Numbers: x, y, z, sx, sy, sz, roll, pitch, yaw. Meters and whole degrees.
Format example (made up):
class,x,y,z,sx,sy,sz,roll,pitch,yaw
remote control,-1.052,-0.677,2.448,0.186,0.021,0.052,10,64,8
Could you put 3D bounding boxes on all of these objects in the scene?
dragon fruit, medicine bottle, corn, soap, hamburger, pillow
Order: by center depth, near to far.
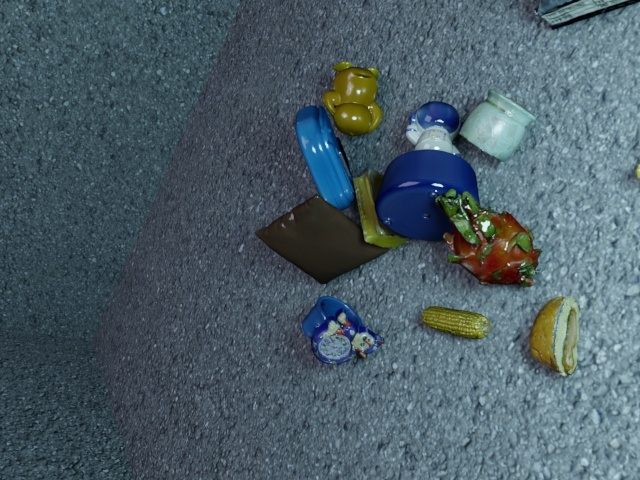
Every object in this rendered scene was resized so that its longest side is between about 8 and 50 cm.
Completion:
class,x,y,z,sx,sy,sz,roll,pitch,yaw
hamburger,0.501,0.209,1.281,0.102,0.087,0.176,-6,75,48
dragon fruit,0.391,-0.003,1.362,0.198,0.269,0.200,-46,30,-14
medicine bottle,0.448,-0.292,1.475,0.143,0.147,0.147,-57,41,16
corn,0.345,0.208,1.488,0.207,0.068,0.068,7,82,51
soap,0.182,-0.094,1.737,0.076,0.135,0.233,-36,51,38
pillow,0.000,0.000,1.807,0.305,0.308,0.108,-31,32,41

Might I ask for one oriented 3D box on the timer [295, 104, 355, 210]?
class,x,y,z,sx,sy,sz,roll,pitch,yaw
timer,0.018,-0.265,1.846,0.115,0.309,0.340,-20,24,8

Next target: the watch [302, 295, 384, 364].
class,x,y,z,sx,sy,sz,roll,pitch,yaw
watch,0.052,0.263,1.750,0.171,0.196,0.200,-47,24,17

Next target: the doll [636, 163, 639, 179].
class,x,y,z,sx,sy,sz,roll,pitch,yaw
doll,0.750,-0.140,1.079,0.138,0.119,0.293,-39,27,-26

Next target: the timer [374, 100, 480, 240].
class,x,y,z,sx,sy,sz,roll,pitch,yaw
timer,0.301,-0.222,1.581,0.270,0.270,0.383,-22,48,45

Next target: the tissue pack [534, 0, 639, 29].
class,x,y,z,sx,sy,sz,roll,pitch,yaw
tissue pack,0.691,-0.663,1.335,0.361,0.122,0.259,-1,74,53

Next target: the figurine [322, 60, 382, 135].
class,x,y,z,sx,sy,sz,roll,pitch,yaw
figurine,0.110,-0.466,1.924,0.215,0.215,0.228,33,117,51
